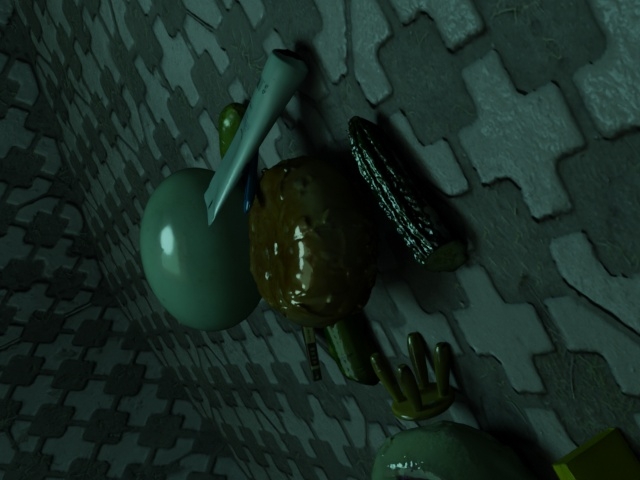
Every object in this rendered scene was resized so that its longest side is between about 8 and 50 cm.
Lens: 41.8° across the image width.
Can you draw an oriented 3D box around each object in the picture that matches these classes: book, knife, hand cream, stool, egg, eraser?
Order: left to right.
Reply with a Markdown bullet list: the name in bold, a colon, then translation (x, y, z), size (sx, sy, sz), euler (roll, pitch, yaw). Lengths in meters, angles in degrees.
- **egg**: translation (-0.247, 0.023, 1.808), size (0.276, 0.276, 0.389), euler (36, 146, 45)
- **hand cream**: translation (-0.123, -0.176, 1.396), size (0.320, 0.067, 0.109), euler (-56, 28, 23)
- **knife**: translation (-0.118, -0.160, 1.450), size (0.296, 0.026, 0.044), euler (-89, 21, -43)
- **book**: translation (-0.032, 0.159, 1.751), size (0.161, 0.026, 0.230), euler (-105, 5, -52)
- **stool**: translation (0.160, 0.231, 1.410), size (0.135, 0.134, 0.110), euler (-11, 106, 19)
- **eraser**: translation (0.373, 0.319, 1.082), size (0.122, 0.097, 0.045), euler (58, 159, 10)

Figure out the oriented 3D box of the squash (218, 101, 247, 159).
- **squash**: translation (-0.174, -0.204, 1.676), size (0.066, 0.066, 0.201), euler (54, 156, 18)

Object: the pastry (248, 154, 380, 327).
- **pastry**: translation (0.000, 0.000, 1.386), size (0.316, 0.184, 0.284), euler (-176, 81, -67)

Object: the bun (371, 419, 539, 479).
- **bun**: translation (0.235, 0.396, 1.358), size (0.293, 0.187, 0.293), euler (22, 138, 22)

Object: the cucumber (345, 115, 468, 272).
- **cucumber**: translation (0.118, -0.067, 1.225), size (0.265, 0.077, 0.077), euler (57, 156, 16)

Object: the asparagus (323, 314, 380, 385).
- **asparagus**: translation (0.023, 0.124, 1.613), size (0.343, 0.082, 0.085), euler (65, 161, -3)
